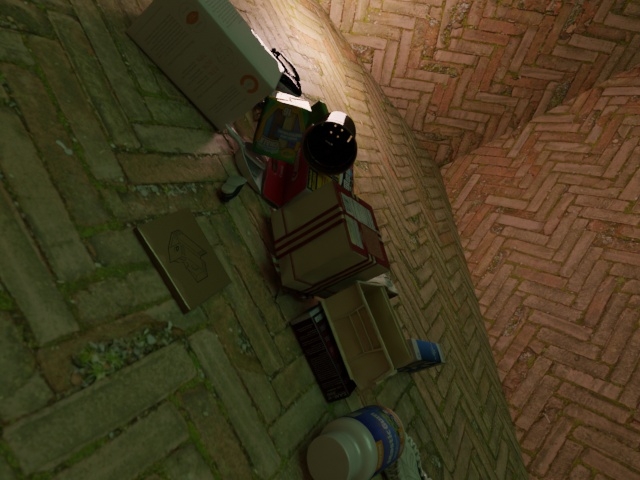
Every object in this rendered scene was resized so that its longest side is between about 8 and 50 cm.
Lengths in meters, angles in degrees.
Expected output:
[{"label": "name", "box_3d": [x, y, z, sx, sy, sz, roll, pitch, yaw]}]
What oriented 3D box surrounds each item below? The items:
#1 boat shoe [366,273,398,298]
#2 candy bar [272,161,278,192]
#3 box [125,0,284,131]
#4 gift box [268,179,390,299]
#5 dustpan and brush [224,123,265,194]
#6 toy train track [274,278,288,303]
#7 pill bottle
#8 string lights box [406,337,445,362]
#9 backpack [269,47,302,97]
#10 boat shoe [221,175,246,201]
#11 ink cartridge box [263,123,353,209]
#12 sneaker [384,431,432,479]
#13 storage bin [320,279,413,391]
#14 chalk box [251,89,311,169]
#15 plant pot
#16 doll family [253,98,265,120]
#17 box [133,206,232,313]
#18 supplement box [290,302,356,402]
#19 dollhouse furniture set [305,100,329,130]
[{"label": "boat shoe", "box_3d": [0.201, 0.156, 1.669, 0.277, 0.098, 0.096, 30, 40, -61]}, {"label": "candy bar", "box_3d": [-0.144, -0.204, 1.460, 0.040, 0.018, 0.162, 38, 35, -40]}, {"label": "box", "box_3d": [-0.299, -0.513, 1.237, 0.345, 0.214, 0.168, 46, 31, -27]}, {"label": "gift box", "box_3d": [0.000, 0.000, 1.260, 0.276, 0.258, 0.255, 30, 40, -46]}, {"label": "dustpan and brush", "box_3d": [-0.218, -0.252, 1.323, 0.211, 0.060, 0.147, 42, 33, -36]}, {"label": "toy train track", "box_3d": [-0.110, 0.135, 1.220, 0.048, 0.014, 0.083, 55, 33, -31]}, {"label": "pill bottle", "box_3d": [0.087, 0.494, 1.091, 0.272, 0.152, 0.153, 13, 55, -58]}, {"label": "string lights box", "box_3d": [0.327, 0.410, 1.610, 0.259, 0.133, 0.077, 24, 46, -51]}, {"label": "backpack", "box_3d": [-0.152, -0.596, 1.695, 0.182, 0.115, 0.152, 32, 52, -47]}, {"label": "boat shoe", "box_3d": [-0.233, -0.140, 1.222, 0.046, 0.038, 0.125, 15, 29, 1]}, {"label": "ink cartridge box", "box_3d": [-0.028, -0.210, 1.469, 0.271, 0.130, 0.310, 32, 42, -30]}, {"label": "sneaker", "box_3d": [0.226, 0.644, 1.265, 0.292, 0.110, 0.118, 60, 36, -5]}, {"label": "storage bin", "box_3d": [0.141, 0.261, 1.281, 0.262, 0.123, 0.261, 20, 46, -67]}, {"label": "chalk box", "box_3d": [-0.125, -0.317, 1.343, 0.131, 0.213, 0.132, 15, 27, -15]}, {"label": "plant pot", "box_3d": [0.039, -0.309, 1.386, 0.167, 0.166, 0.165, 51, 29, -22]}, {"label": "doll family", "box_3d": [-0.178, -0.434, 1.548, 0.111, 0.076, 0.193, 17, 49, -49]}, {"label": "box", "box_3d": [-0.289, 0.037, 0.981, 0.201, 0.021, 0.164, 61, 27, -5]}, {"label": "supplement box", "box_3d": [0.022, 0.297, 1.238, 0.240, 0.073, 0.130, 64, 26, 3]}, {"label": "dollhouse furniture set", "box_3d": [0.033, -0.343, 1.750, 0.197, 0.151, 0.302, 12, 56, -57]}]
